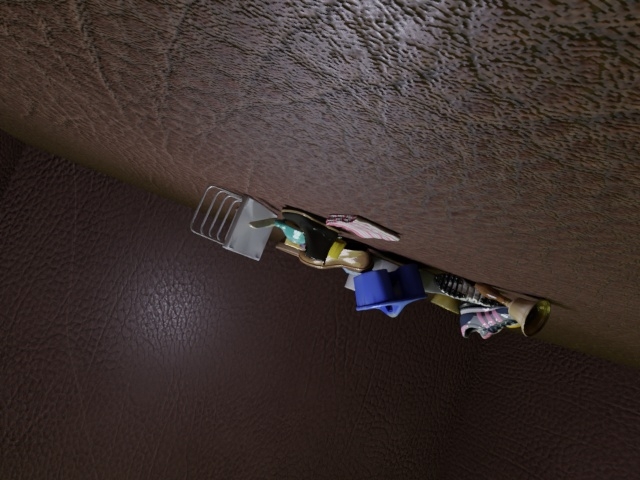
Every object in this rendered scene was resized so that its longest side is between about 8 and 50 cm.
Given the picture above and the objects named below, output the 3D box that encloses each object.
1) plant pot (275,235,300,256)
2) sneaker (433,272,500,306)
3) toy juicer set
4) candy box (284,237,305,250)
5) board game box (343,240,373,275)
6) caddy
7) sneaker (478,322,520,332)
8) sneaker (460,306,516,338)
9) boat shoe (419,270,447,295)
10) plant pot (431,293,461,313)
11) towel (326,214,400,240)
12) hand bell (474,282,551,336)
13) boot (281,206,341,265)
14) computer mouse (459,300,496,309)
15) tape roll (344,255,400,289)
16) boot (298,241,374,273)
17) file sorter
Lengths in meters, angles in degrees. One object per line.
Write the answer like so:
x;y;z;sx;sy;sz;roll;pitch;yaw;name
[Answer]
-0.082;0.023;2.249;0.237;0.109;0.237;19;175;2;plant pot
0.511;0.179;1.710;0.234;0.078;0.106;18;172;8;sneaker
-0.072;-0.048;1.672;0.329;0.089;0.209;19;-166;-5;toy juicer set
-0.072;-0.014;1.837;0.109;0.053;0.186;20;-168;-5;candy box
0.118;0.076;2.004;0.160;0.039;0.211;15;152;50;board game box
0.257;0.200;1.816;0.241;0.179;0.341;-10;171;-10;caddy
0.784;0.350;2.139;0.225;0.088;0.093;-27;135;31;sneaker
0.732;0.348;2.017;0.112;0.131;0.319;23;157;-34;sneaker
0.448;0.175;1.929;0.219;0.077;0.070;21;174;-22;boat shoe
0.585;0.263;2.197;0.134;0.095;0.134;24;177;1;plant pot
0.112;-0.031;1.318;0.144;0.029;0.197;22;175;-22;towel
0.591;0.193;1.547;0.126;0.126;0.242;24;-174;-39;hand bell
-0.049;-0.017;1.502;0.198;0.137;0.077;20;175;18;boot
0.707;0.306;2.197;0.262;0.060;0.184;15;152;-27;computer mouse
0.250;0.172;2.164;0.246;0.169;0.246;20;174;2;tape roll
0.051;0.042;1.842;0.305;0.112;0.115;5;138;23;boot
-0.310;-0.064;1.759;0.173;0.193;0.278;21;176;19;file sorter
